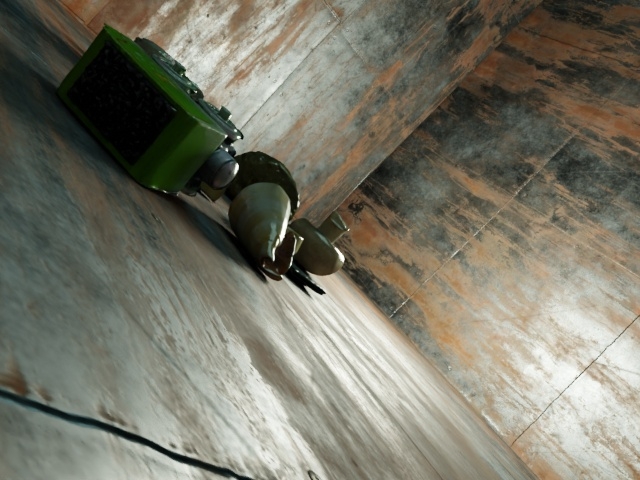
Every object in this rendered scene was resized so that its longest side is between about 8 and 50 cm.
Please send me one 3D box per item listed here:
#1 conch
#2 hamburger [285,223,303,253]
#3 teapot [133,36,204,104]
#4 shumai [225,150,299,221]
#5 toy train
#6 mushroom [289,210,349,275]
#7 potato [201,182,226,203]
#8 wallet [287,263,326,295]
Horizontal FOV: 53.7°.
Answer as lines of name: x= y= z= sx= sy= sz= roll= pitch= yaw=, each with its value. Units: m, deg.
conch: x=-0.126 y=-0.017 z=1.266 sx=0.255 sy=0.127 sz=0.158 roll=-84 pitch=163 yaw=-60
hamburger: x=-0.110 y=-0.013 z=1.541 sx=0.141 sy=0.081 sz=0.126 roll=41 pitch=2 yaw=37
teapot: x=-0.442 y=-0.401 z=1.663 sx=0.222 sy=0.178 sz=0.163 roll=41 pitch=-3 yaw=-39
shumai: x=-0.175 y=-0.164 z=1.945 sx=0.256 sy=0.189 sz=0.218 roll=50 pitch=3 yaw=-8
toy train: x=-0.282 y=-0.209 z=1.061 sx=0.307 sy=0.173 sz=0.249 roll=45 pitch=11 yaw=16
mushroom: x=0.000 y=0.000 z=1.925 sx=0.204 sy=0.204 sz=0.204 roll=45 pitch=2 yaw=-2
potato: x=-0.300 y=-0.198 z=1.397 sx=0.138 sy=0.098 sz=0.243 roll=44 pitch=0 yaw=37
wallet: x=-0.049 y=0.088 z=1.533 sx=0.129 sy=0.026 sz=0.088 roll=40 pitch=-2 yaw=-40
